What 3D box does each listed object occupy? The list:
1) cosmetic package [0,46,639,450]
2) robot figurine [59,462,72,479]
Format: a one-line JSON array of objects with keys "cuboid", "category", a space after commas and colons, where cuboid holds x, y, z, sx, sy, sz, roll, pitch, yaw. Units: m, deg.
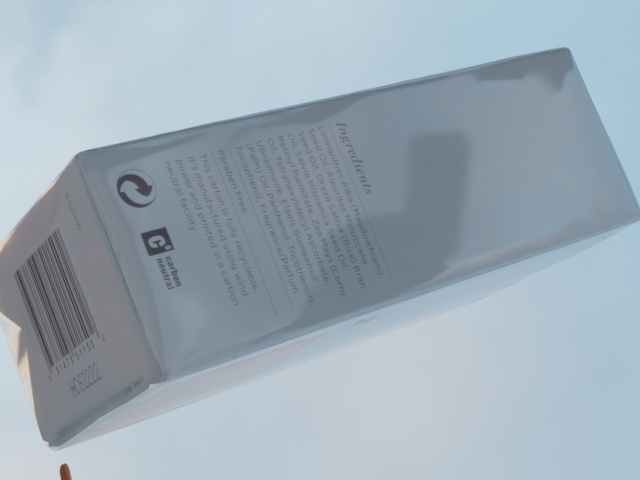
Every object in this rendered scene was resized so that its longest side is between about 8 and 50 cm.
[{"cuboid": [0.000, 0.000, 1.029, 0.230, 0.453, 0.161, -35, -105, 55], "category": "cosmetic package"}, {"cuboid": [-0.102, 0.212, 0.568, 0.158, 0.219, 0.128, 8, -29, 2], "category": "robot figurine"}]
